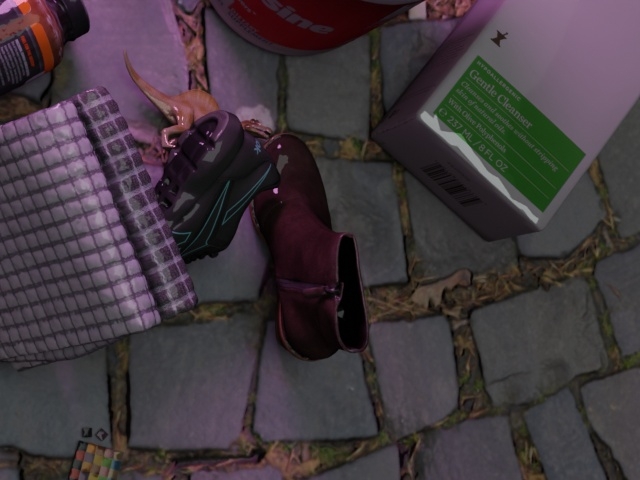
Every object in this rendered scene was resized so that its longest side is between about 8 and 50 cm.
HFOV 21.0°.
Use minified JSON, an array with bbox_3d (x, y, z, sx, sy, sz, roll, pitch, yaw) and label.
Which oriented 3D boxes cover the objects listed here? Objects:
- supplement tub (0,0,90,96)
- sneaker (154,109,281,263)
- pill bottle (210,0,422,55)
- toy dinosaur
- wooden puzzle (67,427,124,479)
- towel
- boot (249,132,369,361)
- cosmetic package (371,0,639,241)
[{"bbox_3d":[-0.333,-0.197,1.742,0.198,0.106,0.106,-30,95,-19],"label":"supplement tub"},{"bbox_3d":[-0.149,-0.005,1.778,0.267,0.101,0.106,-48,123,3],"label":"sneaker"},{"bbox_3d":[0.033,-0.330,1.725,0.229,0.408,0.229,2,84,-19],"label":"pill bottle"},{"bbox_3d":[-0.145,-0.126,1.842,0.183,0.053,0.092,24,63,-18],"label":"toy dinosaur"},{"bbox_3d":[-0.233,0.236,1.789,0.049,0.006,0.083,18,79,-17],"label":"wooden puzzle"},{"bbox_3d":[-0.265,-0.004,1.668,0.121,0.284,0.235,-30,100,-45],"label":"towel"},{"bbox_3d":[0.000,0.000,1.789,0.090,0.207,0.248,-3,86,-20],"label":"boot"},{"bbox_3d":[0.250,-0.199,1.927,0.197,0.155,0.365,40,75,-11],"label":"cosmetic package"}]
